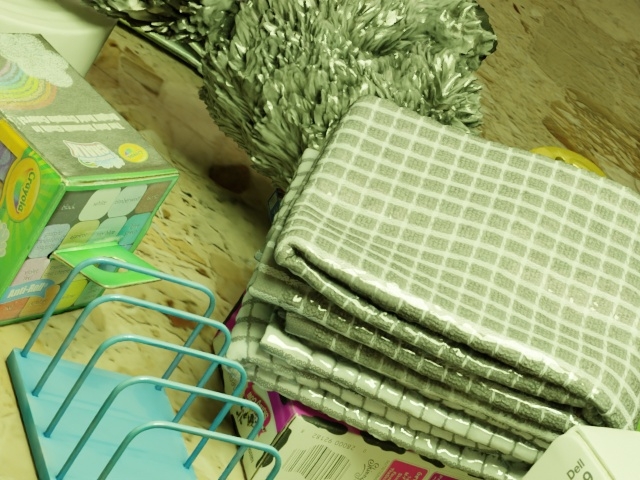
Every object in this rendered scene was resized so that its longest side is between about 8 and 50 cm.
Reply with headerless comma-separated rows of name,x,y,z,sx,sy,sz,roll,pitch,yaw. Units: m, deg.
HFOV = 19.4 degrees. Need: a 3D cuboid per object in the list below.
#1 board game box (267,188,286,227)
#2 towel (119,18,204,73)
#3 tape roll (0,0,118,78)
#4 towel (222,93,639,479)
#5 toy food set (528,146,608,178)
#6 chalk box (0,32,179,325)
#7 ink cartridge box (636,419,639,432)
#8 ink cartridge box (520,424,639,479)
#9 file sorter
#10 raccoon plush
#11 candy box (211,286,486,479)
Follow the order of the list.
board game box,0.000,0.000,1.625,0.090,0.020,0.090,25,26,-22
towel,-0.160,-0.308,1.909,0.320,0.090,0.374,32,24,-7
tape roll,-0.311,-0.220,1.547,0.286,0.100,0.286,28,26,-15
towel,0.098,0.027,1.298,0.284,0.121,0.235,23,43,2
toy food set,0.245,0.015,1.835,0.128,0.071,0.218,-5,60,-28
chalk box,-0.201,-0.030,1.299,0.213,0.132,0.132,45,26,21
ink cartridge box,0.327,0.198,1.579,0.189,0.097,0.255,36,24,4
ink cartridge box,0.227,0.242,1.238,0.289,0.211,0.121,10,36,-41
file sorter,-0.110,0.107,1.191,0.118,0.104,0.170,18,29,-33
raccoon plush,-0.031,-0.064,1.497,0.446,0.216,0.299,10,52,-17
candy box,0.046,0.132,1.376,0.233,0.071,0.159,20,28,-26
